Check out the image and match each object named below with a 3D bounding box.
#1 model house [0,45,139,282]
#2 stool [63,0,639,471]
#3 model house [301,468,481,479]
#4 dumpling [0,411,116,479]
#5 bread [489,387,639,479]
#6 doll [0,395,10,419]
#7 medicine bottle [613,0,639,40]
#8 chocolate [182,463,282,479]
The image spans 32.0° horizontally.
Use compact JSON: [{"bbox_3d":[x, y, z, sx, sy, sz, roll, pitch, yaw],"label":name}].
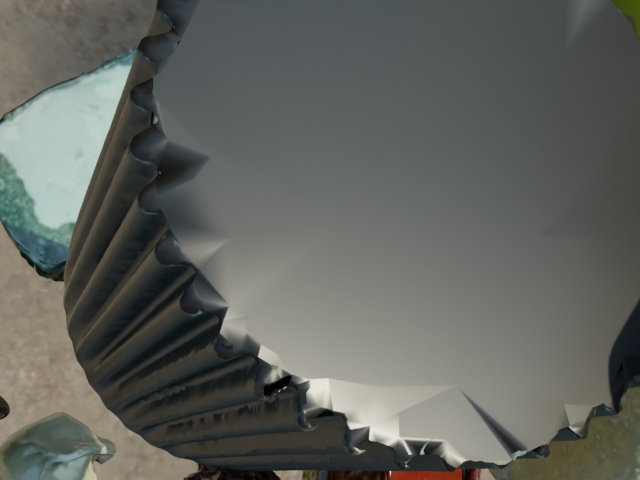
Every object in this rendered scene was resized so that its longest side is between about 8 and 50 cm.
[{"bbox_3d":[-0.204,-0.054,1.243,0.253,0.291,0.184,-34,73,-3],"label":"model house"},{"bbox_3d":[0.000,0.000,0.664,0.297,0.330,0.297,6,73,-20],"label":"stool"},{"bbox_3d":[0.057,0.325,1.361,0.254,0.160,0.196,-26,49,41],"label":"model house"},{"bbox_3d":[-0.380,0.318,1.615,0.250,0.162,0.132,-30,80,49],"label":"dumpling"},{"bbox_3d":[0.213,0.097,0.876,0.054,0.316,0.316,14,91,-19],"label":"bread"},{"bbox_3d":[-0.550,0.249,1.460,0.370,0.215,0.226,-50,57,51],"label":"doll"},{"bbox_3d":[0.261,-0.178,0.917,0.141,0.250,0.137,-38,50,-20],"label":"medicine bottle"},{"bbox_3d":[-0.132,0.346,1.158,0.206,0.177,0.224,-41,70,48],"label":"chocolate"}]
